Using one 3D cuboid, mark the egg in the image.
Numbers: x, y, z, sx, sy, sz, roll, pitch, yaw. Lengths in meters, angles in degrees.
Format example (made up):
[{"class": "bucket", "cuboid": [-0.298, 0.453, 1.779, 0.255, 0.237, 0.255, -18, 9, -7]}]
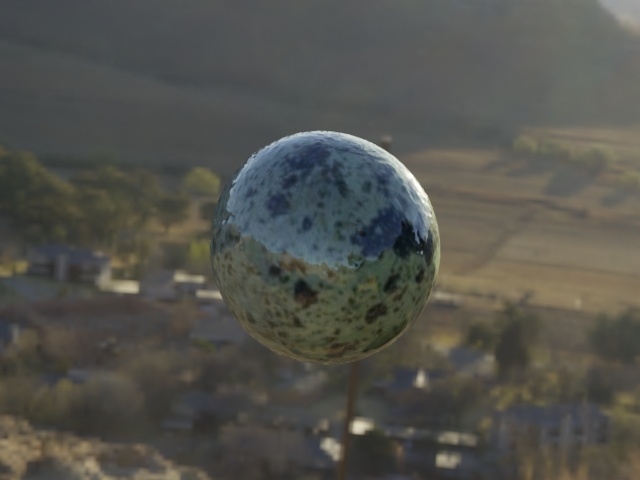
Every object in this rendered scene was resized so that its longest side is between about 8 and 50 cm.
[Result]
[{"class": "egg", "cuboid": [0.000, 0.000, 0.896, 0.132, 0.132, 0.172, 2, 20, -14]}]
